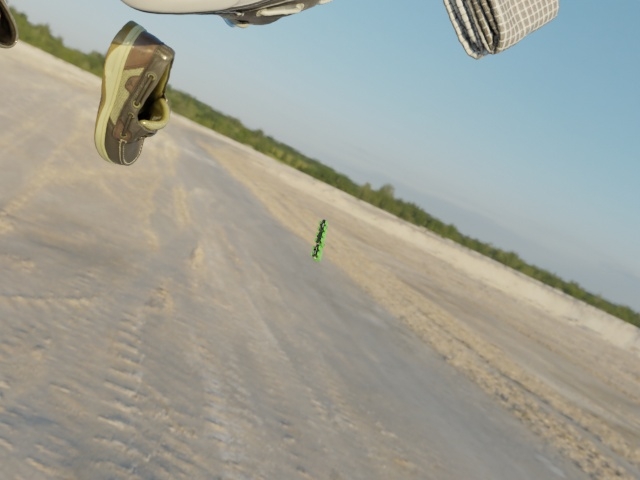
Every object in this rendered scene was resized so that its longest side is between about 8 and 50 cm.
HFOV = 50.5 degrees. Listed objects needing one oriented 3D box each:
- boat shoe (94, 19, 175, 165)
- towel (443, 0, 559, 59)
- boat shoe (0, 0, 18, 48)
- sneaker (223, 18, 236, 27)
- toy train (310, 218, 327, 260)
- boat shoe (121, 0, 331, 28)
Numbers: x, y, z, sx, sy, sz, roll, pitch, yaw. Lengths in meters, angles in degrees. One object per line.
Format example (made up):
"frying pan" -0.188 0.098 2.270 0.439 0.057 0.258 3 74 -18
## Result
"boat shoe" -0.217 -0.156 0.809 0.073 0.080 0.223 29 -37 1
"towel" 0.365 -0.548 1.401 0.121 0.235 0.284 1 -59 55
"boat shoe" -0.595 -0.445 1.124 0.095 0.112 0.335 38 -16 12
"sneaker" -0.173 -0.430 1.164 0.053 0.059 0.144 -19 -55 35
"toy train" 0.000 0.000 1.217 0.017 0.083 0.024 1 -34 21
"boat shoe" -0.068 -0.257 0.661 0.301 0.102 0.108 -31 74 -34
